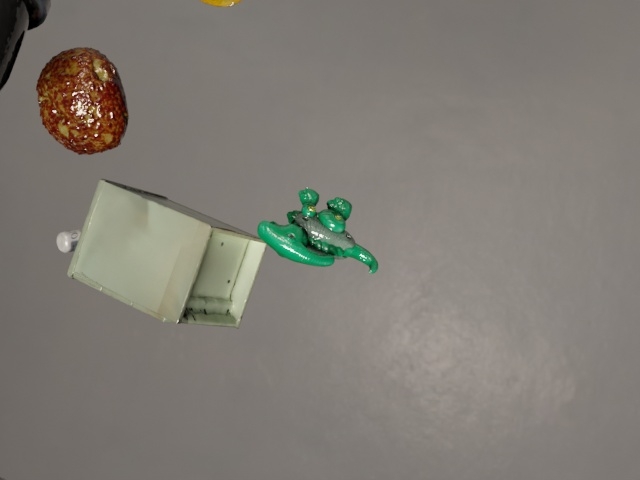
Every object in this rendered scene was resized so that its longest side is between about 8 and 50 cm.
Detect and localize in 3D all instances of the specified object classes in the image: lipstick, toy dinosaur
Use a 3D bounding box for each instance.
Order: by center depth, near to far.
[{"bbox_3d":[0.000,0.000,0.929,0.132,0.059,0.096,24,-146,-8],"label":"toy dinosaur"},{"bbox_3d":[-0.408,-0.007,1.638,0.040,0.040,0.141,5,-168,44],"label":"lipstick"}]

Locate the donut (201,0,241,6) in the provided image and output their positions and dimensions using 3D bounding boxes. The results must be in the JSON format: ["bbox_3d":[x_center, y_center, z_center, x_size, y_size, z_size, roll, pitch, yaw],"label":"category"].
[{"bbox_3d":[-0.117,-0.343,1.108,0.097,0.108,0.043,12,173,20],"label":"donut"}]

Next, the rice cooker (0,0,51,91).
[{"bbox_3d":[-0.438,-0.255,0.969,0.267,0.224,0.267,15,166,4],"label":"rice cooker"}]

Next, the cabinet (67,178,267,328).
[{"bbox_3d":[-0.211,0.026,1.257,0.206,0.150,0.145,21,-177,29],"label":"cabinet"}]

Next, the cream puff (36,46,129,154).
[{"bbox_3d":[-0.311,-0.173,1.154,0.084,0.149,0.149,-17,-165,-42],"label":"cream puff"}]

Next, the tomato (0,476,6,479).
[{"bbox_3d":[-0.585,0.410,1.214,0.339,0.143,0.338,-9,156,-4],"label":"tomato"}]
